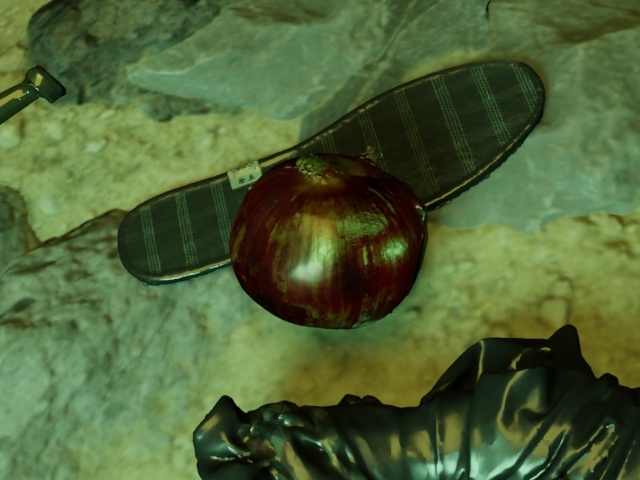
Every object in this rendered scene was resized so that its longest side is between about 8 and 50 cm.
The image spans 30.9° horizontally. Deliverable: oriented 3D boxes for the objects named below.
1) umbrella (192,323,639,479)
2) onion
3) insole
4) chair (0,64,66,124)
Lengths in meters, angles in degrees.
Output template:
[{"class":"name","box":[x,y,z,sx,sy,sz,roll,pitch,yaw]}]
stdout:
[{"class":"umbrella","box":[0.069,0.111,0.616,0.272,0.122,0.110,-12,99,4]},{"class":"onion","box":[0.000,0.000,0.697,0.118,0.118,0.117,-48,36,-16]},{"class":"insole","box":[0.007,-0.047,0.787,0.309,0.012,0.110,-19,57,3]},{"class":"chair","box":[-0.487,-0.112,0.757,0.410,0.364,0.362,-49,43,-4]}]
